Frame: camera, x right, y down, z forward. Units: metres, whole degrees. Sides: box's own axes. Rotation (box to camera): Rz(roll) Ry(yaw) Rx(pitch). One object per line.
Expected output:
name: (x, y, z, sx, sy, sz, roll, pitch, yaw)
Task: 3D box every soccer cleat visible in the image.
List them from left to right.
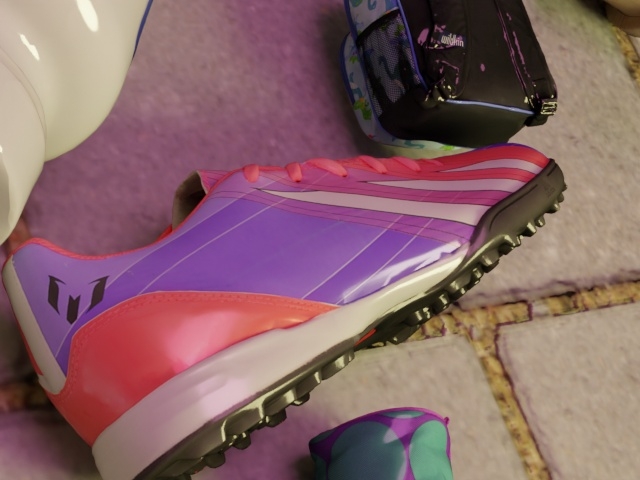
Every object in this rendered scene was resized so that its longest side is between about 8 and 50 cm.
soccer cleat: (0.000, 0.000, 0.700, 0.318, 0.108, 0.116, -30, 79, -43)

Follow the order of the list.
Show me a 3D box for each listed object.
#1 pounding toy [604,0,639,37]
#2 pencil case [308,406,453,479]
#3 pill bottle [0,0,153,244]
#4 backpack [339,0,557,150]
pounding toy: (0.248, -0.205, 0.985, 0.154, 0.154, 0.270, 27, 62, -23)
pencil case: (0.039, 0.149, 0.658, 0.070, 0.064, 0.152, 0, 62, -21)
pill bottle: (-0.140, -0.126, 0.633, 0.152, 0.152, 0.272, 31, 47, -19)
backpack: (0.061, -0.107, 0.828, 0.105, 0.084, 0.114, 2, 66, -38)
